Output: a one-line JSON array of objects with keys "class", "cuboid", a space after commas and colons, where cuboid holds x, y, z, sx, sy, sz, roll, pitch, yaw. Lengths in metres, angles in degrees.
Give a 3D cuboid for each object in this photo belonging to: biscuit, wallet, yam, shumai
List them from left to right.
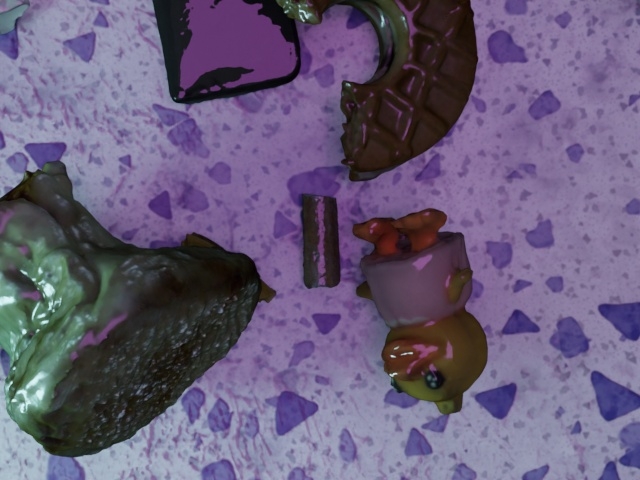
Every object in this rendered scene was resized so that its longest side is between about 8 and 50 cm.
[{"class": "shumai", "cuboid": [-0.295, 0.067, 1.720, 0.323, 0.397, 0.324, 43, 113, 17]}, {"class": "wallet", "cuboid": [-0.144, -0.385, 1.850, 0.197, 0.051, 0.378, -12, 93, -4]}, {"class": "yam", "cuboid": [0.000, 0.000, 1.872, 0.054, 0.054, 0.132, -2, 90, -6]}, {"class": "biscuit", "cuboid": [0.071, -0.284, 1.821, 0.268, 0.115, 0.366, -28, 99, -19]}]

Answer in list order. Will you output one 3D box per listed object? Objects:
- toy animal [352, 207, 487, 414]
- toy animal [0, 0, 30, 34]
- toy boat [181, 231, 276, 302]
[{"class": "toy animal", "cuboid": [0.142, 0.100, 1.841, 0.169, 0.195, 0.281, -6, 87, -46]}, {"class": "toy animal", "cuboid": [-0.456, -0.370, 1.785, 0.127, 0.131, 0.182, -19, 83, -27]}, {"class": "toy boat", "cuboid": [-0.126, 0.039, 1.860, 0.149, 0.049, 0.047, 35, 118, -8]}]
